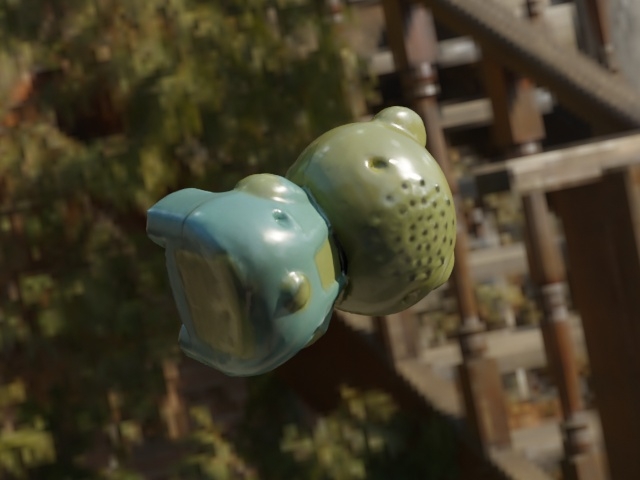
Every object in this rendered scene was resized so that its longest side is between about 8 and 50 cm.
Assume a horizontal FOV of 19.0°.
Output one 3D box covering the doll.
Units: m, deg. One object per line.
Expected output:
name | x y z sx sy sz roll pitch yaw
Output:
doll | 0.000 0.000 1.665 0.260 0.177 0.161 -25 21 -28
